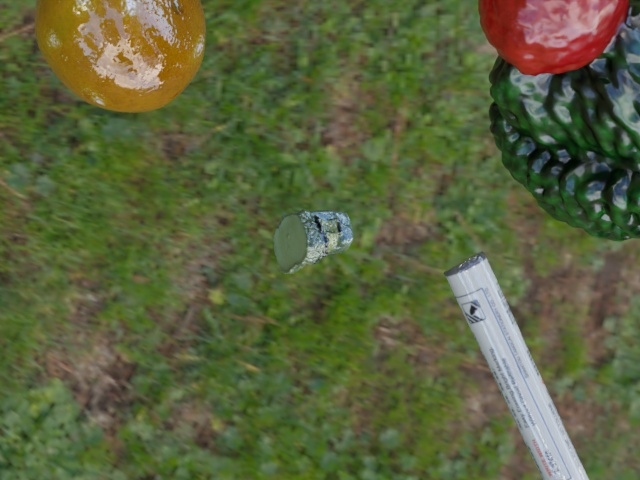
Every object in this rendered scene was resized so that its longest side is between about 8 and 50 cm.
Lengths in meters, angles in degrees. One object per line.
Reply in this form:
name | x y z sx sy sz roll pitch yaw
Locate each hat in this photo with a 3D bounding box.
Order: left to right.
hat | 0.245 -0.135 1.251 0.332 0.274 0.242 32 47 -51

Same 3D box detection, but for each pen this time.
pen | 0.119 0.101 0.812 0.025 0.025 0.204 -28 97 -24

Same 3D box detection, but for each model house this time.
model house | 0.000 0.000 1.697 0.083 0.079 0.066 -2 67 -30

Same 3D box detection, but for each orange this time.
orange | -0.172 -0.183 1.292 0.156 0.124 0.156 28 56 -51
